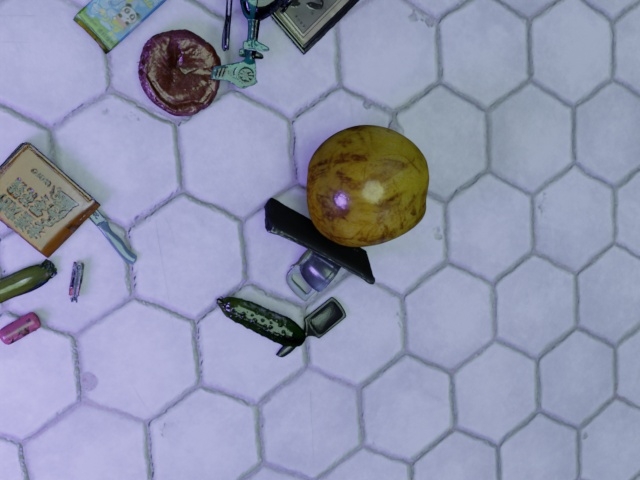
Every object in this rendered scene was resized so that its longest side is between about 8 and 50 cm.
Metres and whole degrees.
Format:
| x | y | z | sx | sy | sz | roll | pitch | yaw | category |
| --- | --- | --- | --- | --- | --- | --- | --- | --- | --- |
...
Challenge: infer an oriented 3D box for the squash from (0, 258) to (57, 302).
| x | y | z | sx | sy | sz | roll | pitch | yaw | category |
| --- | --- | --- | --- | --- | --- | --- | --- | --- | --- |
| -0.622 | 0.092 | 1.573 | 0.183 | 0.052 | 0.052 | -23 | 104 | -19 | squash |

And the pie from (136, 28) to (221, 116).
| x | y | z | sx | sy | sz | roll | pitch | yaw | category |
| --- | --- | --- | --- | --- | --- | --- | --- | --- | --- |
| -0.292 | -0.351 | 1.633 | 0.182 | 0.049 | 0.182 | -3 | 97 | -25 | pie |

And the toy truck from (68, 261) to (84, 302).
| x | y | z | sx | sy | sz | roll | pitch | yaw | category |
| --- | --- | --- | --- | --- | --- | --- | --- | --- | --- |
| -0.508 | 0.087 | 1.622 | 0.024 | 0.032 | 0.083 | 9 | 95 | -25 | toy truck |

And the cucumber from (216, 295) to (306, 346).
| x | y | z | sx | sy | sz | roll | pitch | yaw | category |
| --- | --- | --- | --- | --- | --- | --- | --- | --- | --- |
| -0.133 | 0.180 | 1.755 | 0.227 | 0.069 | 0.069 | 27 | 87 | -16 | cucumber |

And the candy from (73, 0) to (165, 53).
| x | y | z | sx | sy | sz | roll | pitch | yaw | category |
| --- | --- | --- | --- | --- | --- | --- | --- | --- | --- |
| -0.394 | -0.479 | 1.575 | 0.194 | 0.062 | 0.097 | -47 | 109 | -10 | candy |

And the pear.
| x | y | z | sx | sy | sz | roll | pitch | yaw | category |
| --- | --- | --- | --- | --- | --- | --- | --- | --- | --- |
| 0.102 | -0.118 | 1.692 | 0.281 | 0.281 | 0.280 | -3 | 98 | -20 | pear |

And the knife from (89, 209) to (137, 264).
| x | y | z | sx | sy | sz | roll | pitch | yaw | category |
| --- | --- | --- | --- | --- | --- | --- | --- | --- | --- |
| -0.457 | -0.033 | 1.634 | 0.028 | 0.015 | 0.210 | -38 | 107 | -5 | knife |

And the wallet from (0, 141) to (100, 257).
| x | y | z | sx | sy | sz | roll | pitch | yaw | category |
| --- | --- | --- | --- | --- | --- | --- | --- | --- | --- |
| -0.571 | -0.079 | 1.564 | 0.195 | 0.042 | 0.161 | 44 | 85 | -17 | wallet |

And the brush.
| x | y | z | sx | sy | sz | roll | pitch | yaw | category |
| --- | --- | --- | --- | --- | --- | --- | --- | --- | --- |
| -0.025 | 0.211 | 1.821 | 0.193 | 0.016 | 0.063 | -38 | 101 | -11 | brush |

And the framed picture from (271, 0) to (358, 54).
| x | y | z | sx | sy | sz | roll | pitch | yaw | category |
| --- | --- | --- | --- | --- | --- | --- | --- | --- | --- |
| -0.034 | -0.548 | 1.725 | 0.199 | 0.010 | 0.195 | -46 | 109 | -9 | framed picture |

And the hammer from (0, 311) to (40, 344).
| x | y | z | sx | sy | sz | roll | pitch | yaw | category |
| --- | --- | --- | --- | --- | --- | --- | --- | --- | --- |
| -0.613 | 0.180 | 1.591 | 0.083 | 0.043 | 0.043 | -32 | 106 | -15 | hammer |

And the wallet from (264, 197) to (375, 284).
| x | y | z | sx | sy | sz | roll | pitch | yaw | category |
| --- | --- | --- | --- | --- | --- | --- | --- | --- | --- |
| -0.001 | 0.001 | 1.741 | 0.285 | 0.146 | 0.030 | 29 | 114 | -20 | wallet |

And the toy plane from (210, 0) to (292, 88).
| x | y | z | sx | sy | sz | roll | pitch | yaw | category |
| --- | --- | --- | --- | --- | --- | --- | --- | --- | --- |
| -0.134 | -0.507 | 1.637 | 0.155 | 0.106 | 0.381 | 6 | 93 | -10 | toy plane |

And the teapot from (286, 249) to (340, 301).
| x | y | z | sx | sy | sz | roll | pitch | yaw | category |
| --- | --- | --- | --- | --- | --- | --- | --- | --- | --- |
| -0.018 | 0.070 | 1.770 | 0.091 | 0.092 | 0.124 | 39 | 77 | -6 | teapot |
